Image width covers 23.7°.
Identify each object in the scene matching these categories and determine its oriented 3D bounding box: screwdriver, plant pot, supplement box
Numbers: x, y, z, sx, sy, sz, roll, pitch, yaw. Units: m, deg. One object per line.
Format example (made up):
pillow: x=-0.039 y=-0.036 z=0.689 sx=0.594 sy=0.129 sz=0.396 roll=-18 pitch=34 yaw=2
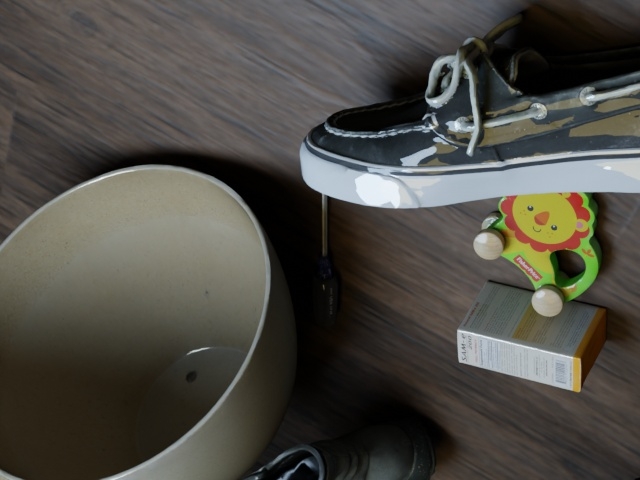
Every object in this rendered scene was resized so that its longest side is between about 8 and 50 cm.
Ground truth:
screwdriver: x=0.000 y=0.000 z=1.229 sx=0.025 sy=0.024 sz=0.170 roll=-5 pitch=125 yaw=1
plant pot: x=-0.133 y=0.108 z=1.252 sx=0.284 sy=0.284 sz=0.191 roll=6 pitch=151 yaw=29
supplement box: x=0.160 y=0.072 z=1.154 sx=0.098 sy=0.062 sz=0.036 roll=13 pitch=133 yaw=24

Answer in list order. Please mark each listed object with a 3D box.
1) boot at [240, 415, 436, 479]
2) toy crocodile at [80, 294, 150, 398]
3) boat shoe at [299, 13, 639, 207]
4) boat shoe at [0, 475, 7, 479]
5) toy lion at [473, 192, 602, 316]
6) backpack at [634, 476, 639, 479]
boot: x=-0.029 y=0.220 z=1.319 sx=0.246 sy=0.161 sz=0.083 roll=-41 pitch=63 yaw=41
toy crocodile: x=-0.183 y=0.183 z=1.435 sx=0.115 sy=0.105 sz=0.341 roll=3 pitch=126 yaw=31
boat shoe: x=0.123 y=-0.088 z=1.013 sx=0.306 sy=0.113 sz=0.105 roll=1 pitch=119 yaw=29
boat shoe: x=-0.334 y=0.242 z=1.577 sx=0.341 sy=0.110 sz=0.122 roll=32 pitch=136 yaw=6
toy lion: x=0.167 y=-0.006 z=1.112 sx=0.100 sy=0.034 sz=0.096 roll=44 pitch=128 yaw=-7
backpack: x=0.298 y=0.173 z=1.096 sx=0.115 sy=0.152 sz=0.182 roll=30 pitch=142 yaw=2
